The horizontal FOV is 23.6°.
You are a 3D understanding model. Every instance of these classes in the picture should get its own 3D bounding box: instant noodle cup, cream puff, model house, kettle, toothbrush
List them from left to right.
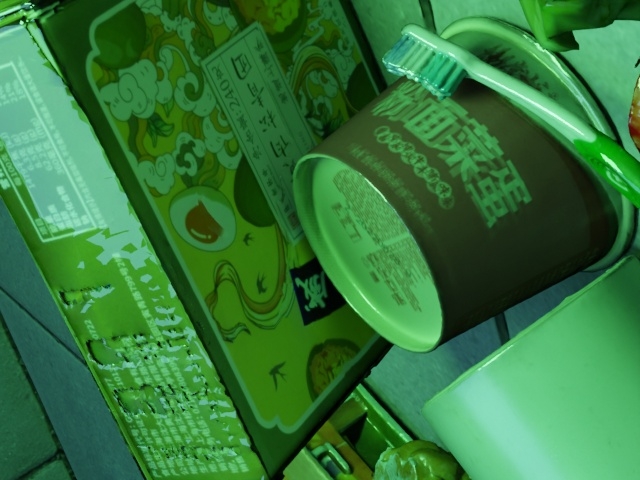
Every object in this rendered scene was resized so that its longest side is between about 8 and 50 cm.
[{"bbox_3d":[-0.041,0.360,1.848,0.242,0.312,0.358,49,158,28],"label":"model house"},{"bbox_3d":[0.130,0.281,1.632,0.156,0.121,0.156,20,179,0],"label":"cream puff"},{"bbox_3d":[0.102,-0.033,1.195,0.235,0.178,0.235,43,154,28],"label":"instant noodle cup"},{"bbox_3d":[0.242,0.203,1.182,0.318,0.205,0.265,52,155,8],"label":"kettle"},{"bbox_3d":[0.217,-0.043,1.048,0.418,0.040,0.042,32,170,23],"label":"toothbrush"}]

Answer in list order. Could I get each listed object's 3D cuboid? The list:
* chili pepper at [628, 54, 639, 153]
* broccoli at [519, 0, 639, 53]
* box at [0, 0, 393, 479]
[{"bbox_3d":[0.275,-0.057,0.960,0.169,0.065,0.088,35,150,38],"label":"chili pepper"},{"bbox_3d":[0.229,-0.138,0.657,0.297,0.297,0.298,-16,-90,-86],"label":"broccoli"},{"bbox_3d":[-0.079,-0.060,1.278,0.138,0.373,0.420,-11,111,35],"label":"box"}]
